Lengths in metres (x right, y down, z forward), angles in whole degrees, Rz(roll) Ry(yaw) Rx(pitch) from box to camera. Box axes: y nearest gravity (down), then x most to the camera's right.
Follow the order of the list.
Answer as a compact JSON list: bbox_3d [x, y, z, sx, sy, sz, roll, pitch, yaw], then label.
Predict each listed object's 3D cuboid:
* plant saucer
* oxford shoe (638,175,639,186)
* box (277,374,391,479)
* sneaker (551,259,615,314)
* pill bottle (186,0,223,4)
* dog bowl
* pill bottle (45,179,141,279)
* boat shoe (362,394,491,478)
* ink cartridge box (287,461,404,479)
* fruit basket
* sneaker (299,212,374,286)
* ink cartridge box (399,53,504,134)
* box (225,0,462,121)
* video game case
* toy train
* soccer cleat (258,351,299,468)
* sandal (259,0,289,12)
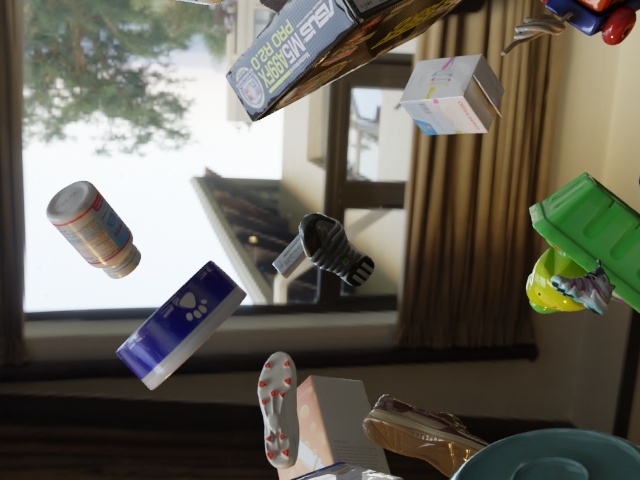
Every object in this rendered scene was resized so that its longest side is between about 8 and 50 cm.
[{"bbox_3d":[0.306,0.328,1.058,0.318,0.043,0.317,-13,-166,3],"label":"plant saucer"},{"bbox_3d":[0.514,-0.139,1.019,0.098,0.271,0.097,3,-128,-19],"label":"oxford shoe"},{"bbox_3d":[0.024,0.529,1.919,0.168,0.215,0.345,14,-137,-34],"label":"box"},{"bbox_3d":[0.374,0.054,1.133,0.098,0.069,0.038,30,175,-20],"label":"sneaker"},{"bbox_3d":[-0.244,-0.517,1.427,0.319,0.176,0.176,13,-164,18],"label":"pill bottle"},{"bbox_3d":[-0.272,0.163,1.583,0.104,0.265,0.265,46,-165,-3],"label":"dog bowl"},{"bbox_3d":[-0.354,-0.013,1.277,0.087,0.160,0.087,-16,-136,16],"label":"pill bottle"},{"bbox_3d":[0.267,0.419,1.733,0.342,0.123,0.123,14,-140,24],"label":"boat shoe"},{"bbox_3d":[0.013,0.462,1.428,0.186,0.065,0.311,-16,179,-21],"label":"ink cartridge box"},{"bbox_3d":[0.647,0.064,1.981,0.392,0.392,0.283,5,-164,10],"label":"fruit basket"},{"bbox_3d":[0.000,0.000,1.501,0.132,0.086,0.228,40,177,41],"label":"sneaker"},{"bbox_3d":[0.220,-0.233,1.294,0.143,0.090,0.092,5,152,42],"label":"ink cartridge box"},{"bbox_3d":[0.061,-0.231,0.788,0.270,0.060,0.216,-33,-178,-32],"label":"box"},{"bbox_3d":[-0.037,0.008,1.725,0.019,0.157,0.143,42,178,-13],"label":"video game case"},{"bbox_3d":[0.286,-0.279,0.808,0.248,0.143,0.105,-31,-119,-32],"label":"toy train"},{"bbox_3d":[-0.068,0.291,1.376,0.068,0.196,0.076,-7,158,13],"label":"soccer cleat"},{"bbox_3d":[0.001,-0.390,1.368,0.097,0.054,0.254,6,174,35],"label":"sandal"}]
